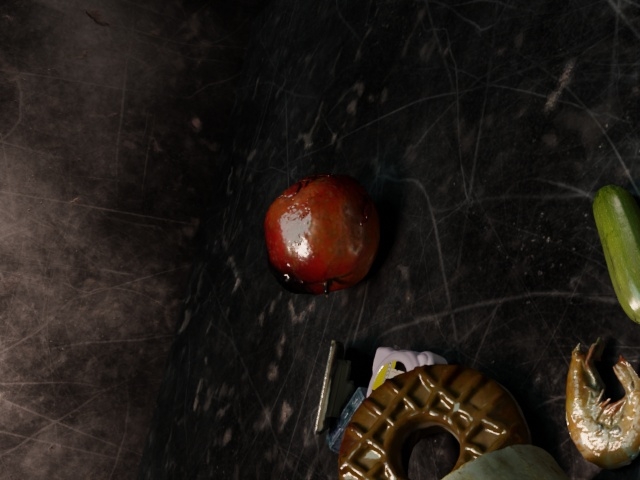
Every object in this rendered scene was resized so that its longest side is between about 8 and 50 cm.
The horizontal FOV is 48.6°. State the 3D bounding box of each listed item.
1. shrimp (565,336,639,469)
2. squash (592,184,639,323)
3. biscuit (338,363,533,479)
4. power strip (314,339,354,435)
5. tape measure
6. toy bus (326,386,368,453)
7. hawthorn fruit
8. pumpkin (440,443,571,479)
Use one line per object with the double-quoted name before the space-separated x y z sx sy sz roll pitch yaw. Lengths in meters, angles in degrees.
"shrimp" 0.407 0.225 1.004 0.132 0.052 0.187 -27 57 41
"squash" 0.447 0.016 1.027 0.069 0.069 0.238 -45 35 45
"biscuit" 0.181 0.354 1.149 0.332 0.103 0.332 -16 47 18
"power strip" 0.042 0.336 1.611 0.198 0.065 0.213 47 -125 -78
"tape measure" 0.169 0.299 1.377 0.196 0.105 0.178 2 69 63
"toy bus" 0.072 0.393 1.543 0.165 0.065 0.047 -60 28 21
"hawthorn fruit" -0.004 -0.012 1.717 0.316 0.316 0.315 -43 37 46
"pumpkin" 0.247 0.451 0.890 0.199 0.332 0.332 41 111 50
